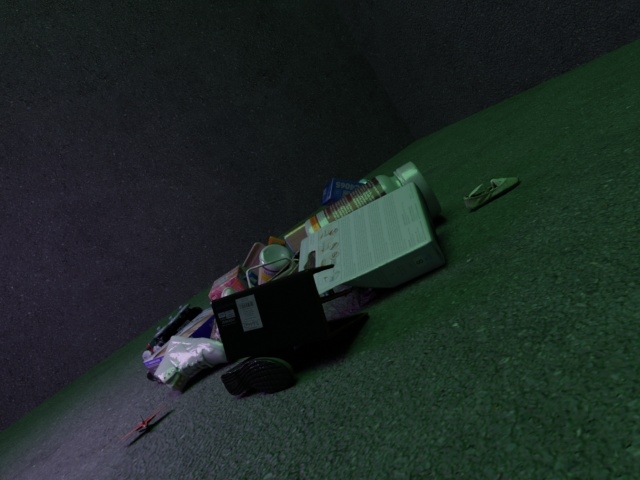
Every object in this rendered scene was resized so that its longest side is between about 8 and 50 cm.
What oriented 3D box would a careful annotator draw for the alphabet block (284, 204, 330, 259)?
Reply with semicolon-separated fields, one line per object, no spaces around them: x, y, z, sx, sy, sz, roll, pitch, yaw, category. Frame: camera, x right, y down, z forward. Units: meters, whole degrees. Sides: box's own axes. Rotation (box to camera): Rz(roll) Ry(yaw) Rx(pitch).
0.000;0.000;1.952;0.197;0.192;0.193;-31;7;7;alphabet block

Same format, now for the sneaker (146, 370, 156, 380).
-0.573;0.468;1.914;0.077;0.072;0.178;-41;-6;35;sneaker

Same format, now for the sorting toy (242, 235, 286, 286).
-0.189;0.087;2.024;0.347;0.196;0.047;-54;12;49;sorting toy

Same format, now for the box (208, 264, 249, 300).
-0.365;0.221;2.185;0.142;0.154;0.300;-33;10;-3;box

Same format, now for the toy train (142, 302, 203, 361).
-0.626;0.405;2.214;0.190;0.142;0.334;-42;5;28;toy train

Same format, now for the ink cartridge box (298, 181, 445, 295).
0.121;0.027;1.392;0.385;0.091;0.308;-28;30;18;ink cartridge box

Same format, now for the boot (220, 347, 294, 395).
-0.118;0.284;1.225;0.246;0.083;0.161;-22;8;44;boot

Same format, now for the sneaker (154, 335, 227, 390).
-0.389;0.391;1.586;0.292;0.108;0.169;-6;49;38;sneaker

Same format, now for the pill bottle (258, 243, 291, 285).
-0.174;0.121;1.927;0.117;0.117;0.215;-39;-24;-34;pill bottle

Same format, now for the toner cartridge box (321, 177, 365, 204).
0.101;-0.167;1.938;0.165;0.075;0.348;8;0;-4;toner cartridge box

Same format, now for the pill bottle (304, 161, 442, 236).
0.167;-0.066;1.636;0.392;0.224;0.224;-32;9;8;pill bottle

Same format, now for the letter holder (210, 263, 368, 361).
-0.067;0.162;1.230;0.302;0.152;0.214;-20;-5;33;letter holder

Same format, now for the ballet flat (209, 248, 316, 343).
-0.217;0.185;1.749;0.483;0.182;0.164;-35;17;-14;ballet flat

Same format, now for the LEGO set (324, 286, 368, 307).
0.135;0.112;1.415;0.244;0.060;0.182;-24;6;-16;LEGO set

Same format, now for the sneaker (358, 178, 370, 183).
0.221;-0.216;2.497;0.135;0.150;0.366;-33;9;9;sneaker

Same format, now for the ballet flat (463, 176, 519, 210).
0.490;-0.147;1.483;0.168;0.052;0.057;-32;9;6;ballet flat

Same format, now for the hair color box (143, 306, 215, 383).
-0.453;0.363;1.883;0.185;0.110;0.339;-25;14;39;hair color box

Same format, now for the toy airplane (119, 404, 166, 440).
-0.498;0.517;1.455;0.151;0.028;0.151;-31;8;5;toy airplane
